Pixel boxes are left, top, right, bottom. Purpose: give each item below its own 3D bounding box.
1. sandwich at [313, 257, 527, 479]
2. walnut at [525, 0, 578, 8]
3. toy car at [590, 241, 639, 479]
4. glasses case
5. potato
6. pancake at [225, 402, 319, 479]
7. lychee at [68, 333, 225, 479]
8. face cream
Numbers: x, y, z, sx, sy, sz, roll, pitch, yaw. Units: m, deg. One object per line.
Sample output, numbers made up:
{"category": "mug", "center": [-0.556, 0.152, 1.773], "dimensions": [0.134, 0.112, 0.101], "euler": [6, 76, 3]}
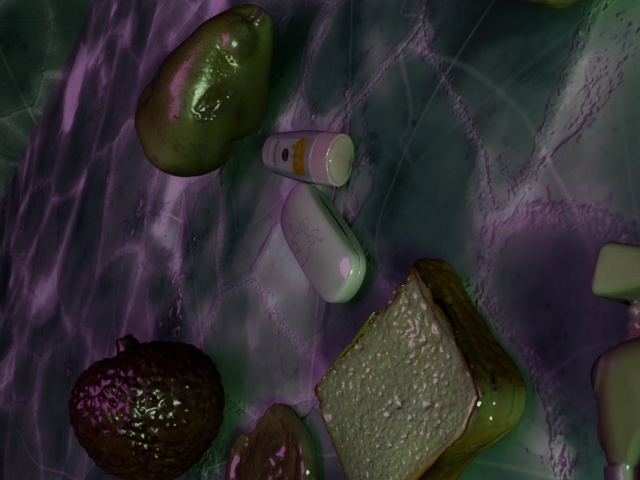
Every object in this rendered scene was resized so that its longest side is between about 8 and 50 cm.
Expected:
{"category": "sandwich", "center": [0.109, 0.180, 0.896], "dimensions": [0.251, 0.087, 0.226], "euler": [-57, 36, 29]}
{"category": "walnut", "center": [0.246, -0.385, 0.762], "dimensions": [0.253, 0.282, 0.277], "euler": [11, 92, 16]}
{"category": "toy car", "center": [0.354, 0.084, 0.457], "dimensions": [0.336, 0.242, 0.226], "euler": [-25, 55, 50]}
{"category": "glasses case", "center": [0.000, 0.000, 1.144], "dimensions": [0.092, 0.059, 0.233], "euler": [-59, 39, 24]}
{"category": "potato", "center": [-0.200, -0.271, 1.395], "dimensions": [0.202, 0.218, 0.351], "euler": [47, 117, 22]}
{"category": "pancake", "center": [-0.081, 0.356, 1.143], "dimensions": [0.236, 0.042, 0.222], "euler": [-29, 53, 46]}
{"category": "lychee", "center": [-0.282, 0.279, 1.285], "dimensions": [0.260, 0.260, 0.261], "euler": [-25, 58, 49]}
{"category": "face cream", "center": [-0.023, -0.133, 1.228], "dimensions": [0.198, 0.057, 0.084], "euler": [14, 98, 57]}
